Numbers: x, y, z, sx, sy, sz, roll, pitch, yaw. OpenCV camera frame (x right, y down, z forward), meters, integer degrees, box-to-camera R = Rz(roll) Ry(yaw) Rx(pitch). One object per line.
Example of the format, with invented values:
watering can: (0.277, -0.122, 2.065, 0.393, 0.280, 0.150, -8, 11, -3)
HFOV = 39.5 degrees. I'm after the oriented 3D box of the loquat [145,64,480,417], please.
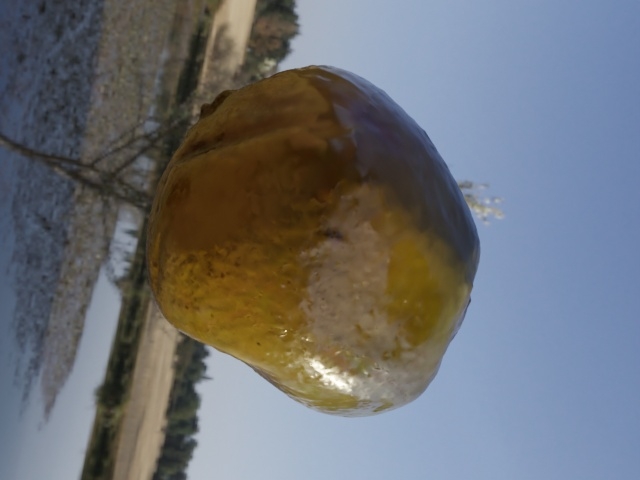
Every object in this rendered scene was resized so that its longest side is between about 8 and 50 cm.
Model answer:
loquat: (0.000, 0.000, 0.731, 0.276, 0.283, 0.276, -53, -171, 12)
